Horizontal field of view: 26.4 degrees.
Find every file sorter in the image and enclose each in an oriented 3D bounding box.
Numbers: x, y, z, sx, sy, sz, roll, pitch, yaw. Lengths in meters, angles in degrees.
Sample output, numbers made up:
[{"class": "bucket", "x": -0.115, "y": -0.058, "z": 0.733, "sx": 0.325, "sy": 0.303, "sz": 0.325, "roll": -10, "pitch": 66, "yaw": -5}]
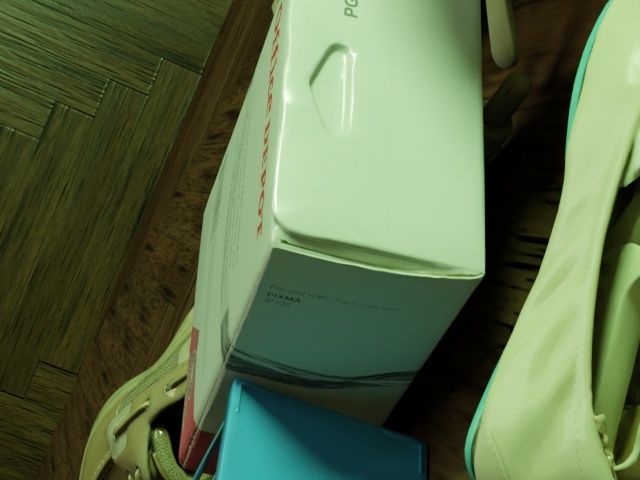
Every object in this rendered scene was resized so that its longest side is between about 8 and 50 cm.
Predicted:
[{"class": "file sorter", "x": -0.016, "y": 0.183, "z": 0.734, "sx": 0.170, "sy": 0.118, "sz": 0.104, "roll": -85, "pitch": 18, "yaw": -53}]

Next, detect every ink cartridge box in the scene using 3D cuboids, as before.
[{"class": "ink cartridge box", "x": 0.000, "y": 0.000, "z": 0.828, "sx": 0.283, "sy": 0.117, "sz": 0.207, "roll": 116, "pitch": 161, "yaw": -55}]

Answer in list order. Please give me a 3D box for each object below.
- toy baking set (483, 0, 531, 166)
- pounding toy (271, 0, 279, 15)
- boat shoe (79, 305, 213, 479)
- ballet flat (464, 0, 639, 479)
[{"class": "toy baking set", "x": 0.066, "y": -0.132, "z": 0.878, "sx": 0.197, "sy": 0.030, "sz": 0.256, "roll": 67, "pitch": 153, "yaw": 16}, {"class": "pounding toy", "x": 0.025, "y": -0.263, "z": 1.410, "sx": 0.130, "sy": 0.100, "sz": 0.141, "roll": -61, "pitch": 25, "yaw": 27}, {"class": "boat shoe", "x": -0.127, "y": 0.174, "z": 1.179, "sx": 0.341, "sy": 0.122, "sz": 0.110, "roll": -57, "pitch": 16, "yaw": 34}, {"class": "ballet flat", "x": 0.134, "y": 0.001, "z": 0.548, "sx": 0.086, "sy": 0.086, "sz": 0.248, "roll": 157, "pitch": 133, "yaw": -72}]
